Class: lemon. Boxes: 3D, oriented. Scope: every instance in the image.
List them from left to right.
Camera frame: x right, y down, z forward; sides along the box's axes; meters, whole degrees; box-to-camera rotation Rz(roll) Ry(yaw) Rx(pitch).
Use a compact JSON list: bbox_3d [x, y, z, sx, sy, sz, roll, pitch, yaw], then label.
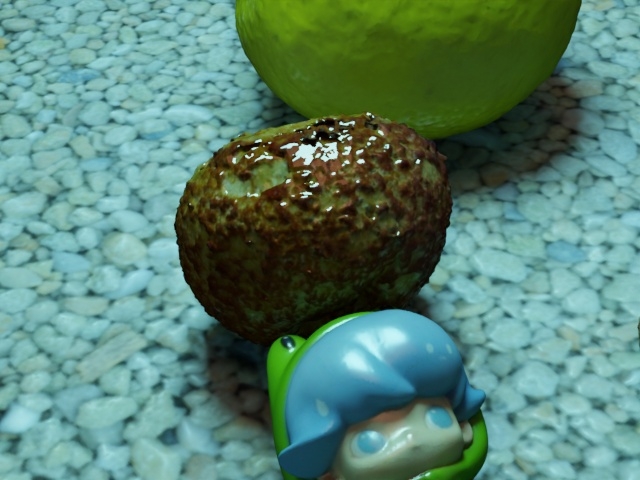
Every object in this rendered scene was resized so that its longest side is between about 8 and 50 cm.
[{"bbox_3d":[0.079,-0.256,1.199,0.348,0.348,0.348,-2,41,2],"label":"lemon"}]

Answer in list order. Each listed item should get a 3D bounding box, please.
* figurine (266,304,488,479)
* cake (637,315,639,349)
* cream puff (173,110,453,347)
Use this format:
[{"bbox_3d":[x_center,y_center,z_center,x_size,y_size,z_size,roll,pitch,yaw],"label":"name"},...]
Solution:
[{"bbox_3d":[0.058,0.164,0.871,0.162,0.143,0.263,-19,60,-13],"label":"figurine"},{"bbox_3d":[0.302,0.107,0.936,0.109,0.090,0.225,0,34,11],"label":"cake"},{"bbox_3d":[-0.001,0.000,0.998,0.240,0.240,0.164,-21,75,-18],"label":"cream puff"}]
